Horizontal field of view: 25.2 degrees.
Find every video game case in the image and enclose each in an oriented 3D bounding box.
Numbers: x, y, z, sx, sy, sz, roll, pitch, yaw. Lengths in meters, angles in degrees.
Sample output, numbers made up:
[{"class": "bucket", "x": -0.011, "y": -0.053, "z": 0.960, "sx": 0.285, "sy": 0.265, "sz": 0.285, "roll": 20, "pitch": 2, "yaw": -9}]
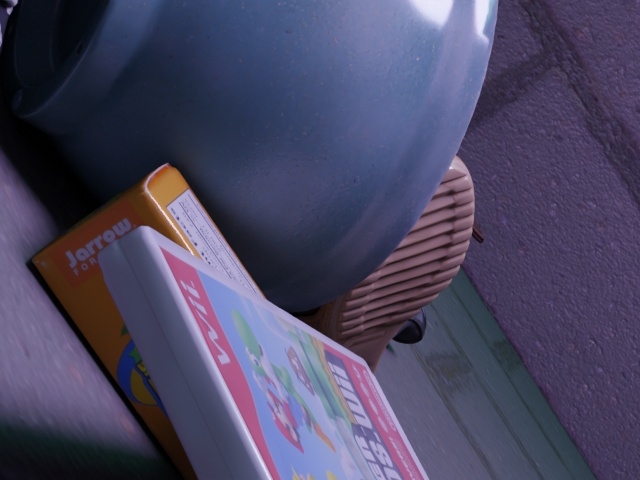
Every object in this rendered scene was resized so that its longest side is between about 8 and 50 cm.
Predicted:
[{"class": "video game case", "x": 0.016, "y": 0.116, "z": 0.600, "sx": 0.204, "sy": 0.025, "sz": 0.285, "roll": 62, "pitch": 9, "yaw": 21}]

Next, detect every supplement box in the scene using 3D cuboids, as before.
[{"class": "supplement box", "x": -0.048, "y": 0.078, "z": 0.741, "sx": 0.233, "sy": 0.078, "sz": 0.080, "roll": 55, "pitch": 12, "yaw": -4}]

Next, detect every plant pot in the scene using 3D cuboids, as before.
[{"class": "plant pot", "x": -0.064, "y": -0.123, "z": 0.842, "sx": 0.196, "sy": 0.293, "sz": 0.293, "roll": 19, "pitch": 29, "yaw": -31}]

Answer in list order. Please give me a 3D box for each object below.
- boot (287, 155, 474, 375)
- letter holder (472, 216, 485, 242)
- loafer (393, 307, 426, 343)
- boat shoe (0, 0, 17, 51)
[{"class": "boot", "x": -0.007, "y": -0.020, "z": 0.945, "sx": 0.090, "sy": 0.248, "sz": 0.207, "roll": -9, "pitch": 51, "yaw": -32}, {"class": "letter holder", "x": 0.044, "y": -0.096, "z": 1.634, "sx": 0.302, "sy": 0.152, "sz": 0.214, "roll": 46, "pitch": 16, "yaw": -49}, {"class": "loafer", "x": 0.061, "y": 0.075, "z": 1.444, "sx": 0.170, "sy": 0.062, "sz": 0.061, "roll": 40, "pitch": 40, "yaw": -51}, {"class": "boat shoe", "x": -0.176, "y": -0.100, "z": 0.593, "sx": 0.108, "sy": 0.102, "sz": 0.301, "roll": 49, "pitch": 11, "yaw": -42}]
